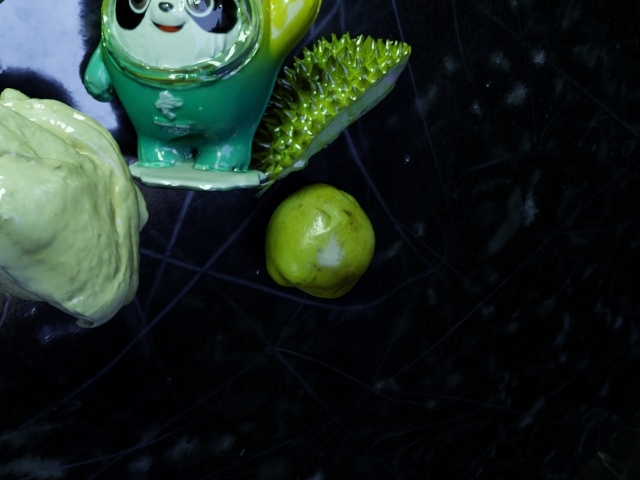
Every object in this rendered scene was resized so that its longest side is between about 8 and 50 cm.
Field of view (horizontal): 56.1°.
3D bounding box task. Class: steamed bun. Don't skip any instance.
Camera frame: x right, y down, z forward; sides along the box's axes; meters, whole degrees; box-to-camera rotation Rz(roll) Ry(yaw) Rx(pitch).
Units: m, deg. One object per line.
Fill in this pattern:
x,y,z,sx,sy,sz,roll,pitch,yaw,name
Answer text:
-0.372,-0.063,0.702,0.324,0.373,0.230,83,30,-67,steamed bun

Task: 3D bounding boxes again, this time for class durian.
0.018,-0.211,0.962,0.355,0.157,0.169,-43,141,-7,durian

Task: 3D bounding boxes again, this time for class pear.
0.000,0.000,1.023,0.200,0.200,0.199,-12,115,-25,pear

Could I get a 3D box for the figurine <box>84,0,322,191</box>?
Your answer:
-0.165,-0.247,0.805,0.324,0.231,0.339,7,106,7,figurine

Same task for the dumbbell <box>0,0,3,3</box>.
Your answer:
-0.478,-0.367,0.636,0.108,0.121,0.302,-24,126,15,dumbbell
